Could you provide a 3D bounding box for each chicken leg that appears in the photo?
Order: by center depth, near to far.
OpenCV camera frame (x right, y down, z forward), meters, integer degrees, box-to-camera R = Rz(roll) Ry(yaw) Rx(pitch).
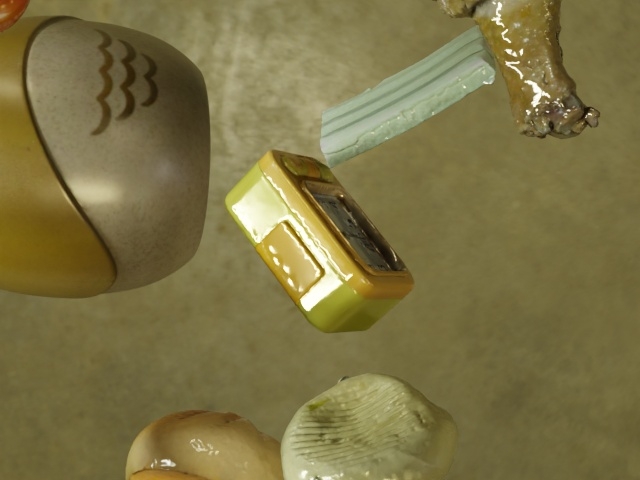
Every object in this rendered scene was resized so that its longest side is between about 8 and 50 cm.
[{"bbox_3d":[0.138,-0.171,0.770,0.125,0.080,0.196,5,80,4],"label":"chicken leg"}]

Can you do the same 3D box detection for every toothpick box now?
[{"bbox_3d":[-0.392,-0.117,1.586,0.425,0.409,0.409,2,95,-16],"label":"toothpick box"}]

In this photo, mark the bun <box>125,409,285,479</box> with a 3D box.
[{"bbox_3d":[-0.148,0.363,1.719,0.299,0.299,0.165,6,51,23],"label":"bun"}]

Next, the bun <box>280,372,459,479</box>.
[{"bbox_3d":[0.077,0.305,1.560,0.259,0.259,0.160,-2,120,23],"label":"bun"}]

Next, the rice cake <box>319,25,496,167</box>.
[{"bbox_3d":[0.104,-0.173,1.324,0.237,0.127,0.043,-26,117,16],"label":"rice cake"}]

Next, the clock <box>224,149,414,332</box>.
[{"bbox_3d":[0.000,0.000,1.218,0.096,0.143,0.202,-43,70,18],"label":"clock"}]

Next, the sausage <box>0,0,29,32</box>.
[{"bbox_3d":[-0.356,-0.166,0.848,0.312,0.093,0.093,-25,81,-17],"label":"sausage"}]
